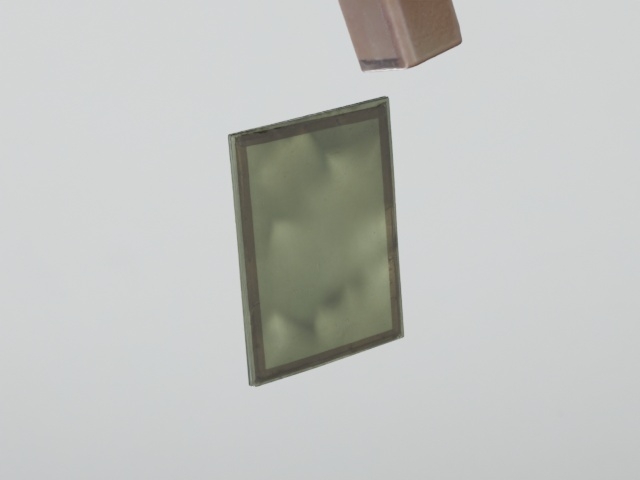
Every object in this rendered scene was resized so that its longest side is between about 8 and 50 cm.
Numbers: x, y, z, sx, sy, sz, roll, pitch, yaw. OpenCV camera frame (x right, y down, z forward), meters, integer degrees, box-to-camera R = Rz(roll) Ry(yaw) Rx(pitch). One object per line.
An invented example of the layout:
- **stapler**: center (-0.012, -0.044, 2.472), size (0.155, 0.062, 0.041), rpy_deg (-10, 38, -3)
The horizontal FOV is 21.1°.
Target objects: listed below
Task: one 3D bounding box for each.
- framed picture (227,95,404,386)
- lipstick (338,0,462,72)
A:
- **framed picture**: center (0.000, 0.000, 1.507), size (0.173, 0.231, 0.010), rpy_deg (-15, -160, -33)
- **lipstick**: center (0.025, -0.158, 0.847), size (0.045, 0.145, 0.045), rpy_deg (-27, -162, -31)
